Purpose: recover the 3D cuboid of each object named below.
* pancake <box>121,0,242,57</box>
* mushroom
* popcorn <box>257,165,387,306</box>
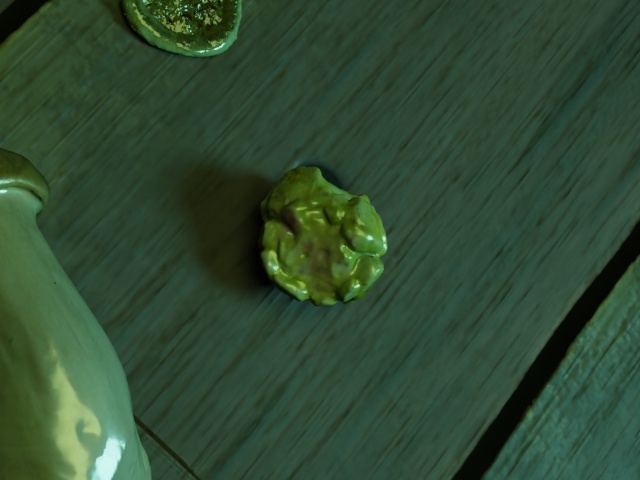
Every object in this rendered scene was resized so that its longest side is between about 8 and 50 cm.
[{"bbox_3d":[-0.108,-0.194,1.507,0.108,0.017,0.108,8,72,-27],"label":"pancake"},{"bbox_3d":[-0.196,0.099,1.308,0.128,0.128,0.350,-11,74,-28],"label":"mushroom"},{"bbox_3d":[-0.001,-0.001,1.458,0.097,0.089,0.109,-42,84,5],"label":"popcorn"}]
